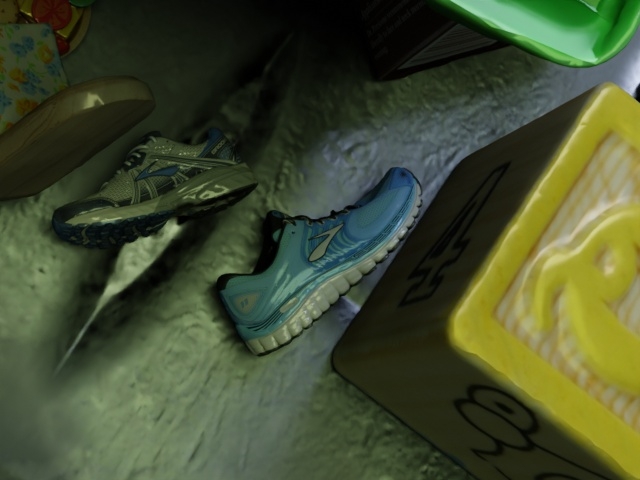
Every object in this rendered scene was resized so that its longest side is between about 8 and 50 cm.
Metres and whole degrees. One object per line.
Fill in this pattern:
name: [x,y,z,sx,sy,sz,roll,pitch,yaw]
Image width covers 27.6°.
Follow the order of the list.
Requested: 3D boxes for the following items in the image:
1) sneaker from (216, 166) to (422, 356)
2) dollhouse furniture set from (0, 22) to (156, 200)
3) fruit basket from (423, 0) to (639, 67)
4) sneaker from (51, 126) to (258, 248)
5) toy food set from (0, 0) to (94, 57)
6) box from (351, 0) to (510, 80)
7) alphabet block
sneaker: [0.000,0.000,0.847,0.162,0.063,0.073,-42,92,-20]
dollhouse furniture set: [-0.272,-0.211,0.591,0.394,0.256,0.362,-12,78,-48]
fruit basket: [0.015,-0.243,0.579,0.392,0.392,0.283,27,85,-13]
sneaker: [-0.111,-0.036,0.827,0.135,0.052,0.058,-18,77,-28]
toy food set: [-0.187,-0.153,0.829,0.083,0.020,0.082,30,73,-12]
box: [0.105,-0.238,0.865,0.167,0.168,0.203,-18,88,-20]
alphabet block: [0.155,0.048,0.820,0.192,0.197,0.193,36,71,-11]
